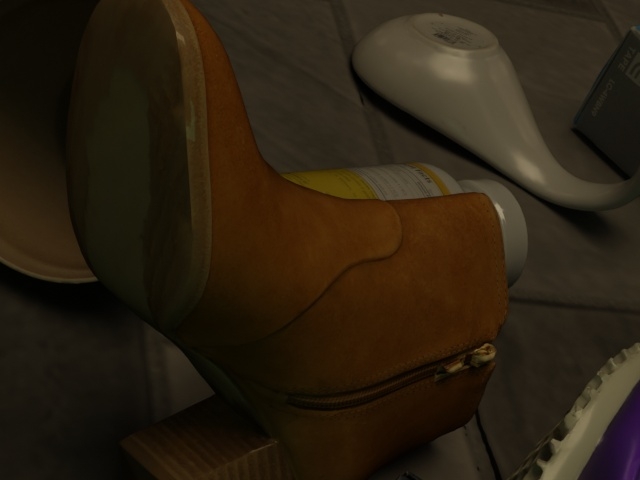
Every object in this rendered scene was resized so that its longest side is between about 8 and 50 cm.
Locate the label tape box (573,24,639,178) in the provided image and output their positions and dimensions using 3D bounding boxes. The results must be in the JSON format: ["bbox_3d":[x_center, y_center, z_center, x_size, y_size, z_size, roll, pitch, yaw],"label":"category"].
[{"bbox_3d":[0.411,-0.043,0.963,0.249,0.115,0.348,-18,57,-39],"label":"label tape box"}]

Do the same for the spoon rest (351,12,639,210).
[{"bbox_3d":[0.141,-0.099,0.929,0.276,0.084,0.137,33,37,31],"label":"spoon rest"}]

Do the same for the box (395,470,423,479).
[{"bbox_3d":[0.059,0.232,0.518,0.183,0.059,0.233,32,39,10],"label":"box"}]

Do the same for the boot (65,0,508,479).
[{"bbox_3d":[0.001,0.001,0.574,0.211,0.295,0.104,-22,38,-31],"label":"boot"}]

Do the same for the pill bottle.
[{"bbox_3d":[0.030,0.007,0.719,0.184,0.103,0.103,-6,48,-32],"label":"pill bottle"}]

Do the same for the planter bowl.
[{"bbox_3d":[-0.124,-0.064,0.697,0.162,0.162,0.109,31,14,8],"label":"planter bowl"}]

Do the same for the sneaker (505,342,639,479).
[{"bbox_3d":[0.128,0.168,0.510,0.146,0.102,0.293,36,44,9],"label":"sneaker"}]
